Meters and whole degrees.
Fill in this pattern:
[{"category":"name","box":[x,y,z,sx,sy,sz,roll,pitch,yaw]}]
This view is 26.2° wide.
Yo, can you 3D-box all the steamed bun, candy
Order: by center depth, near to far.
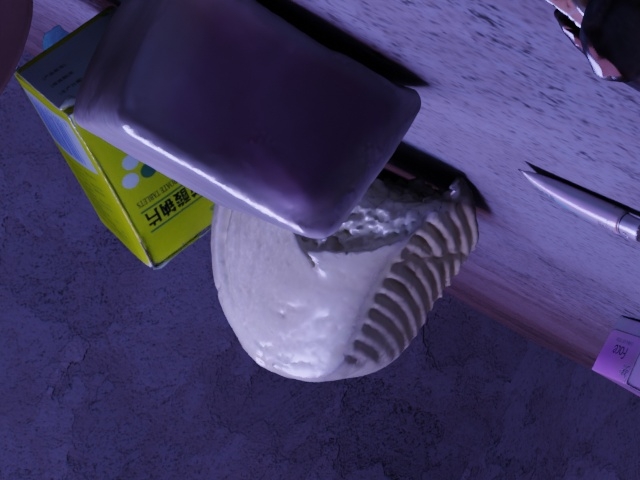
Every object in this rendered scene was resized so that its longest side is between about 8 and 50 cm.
[{"category":"candy","box":[-0.079,-0.112,1.141,0.208,0.145,0.358,29,177,-17]},{"category":"steamed bun","box":[0.000,0.000,1.506,0.272,0.273,0.290,32,-175,24]}]

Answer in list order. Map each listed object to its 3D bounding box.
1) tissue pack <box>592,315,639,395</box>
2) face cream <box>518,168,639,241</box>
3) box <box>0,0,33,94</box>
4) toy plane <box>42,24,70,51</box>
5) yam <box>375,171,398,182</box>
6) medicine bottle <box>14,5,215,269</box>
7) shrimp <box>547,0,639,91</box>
[{"category":"tissue pack","box":[0.516,0.204,1.898,0.246,0.092,0.148,28,179,-7]},{"category":"face cream","box":[0.210,-0.030,1.107,0.115,0.020,0.038,28,179,31]},{"category":"box","box":[-0.421,-0.211,1.309,0.301,0.301,0.216,29,173,-31]},{"category":"toy plane","box":[-0.215,-0.192,1.617,0.235,0.096,0.060,27,178,-20]},{"category":"yam","box":[0.070,-0.038,1.727,0.183,0.107,0.107,26,177,24]},{"category":"medicine bottle","box":[-0.207,-0.110,1.516,0.141,0.137,0.250,36,158,41]},{"category":"shrimp","box":[0.184,-0.044,0.481,0.360,0.085,0.247,25,-174,-22]}]
